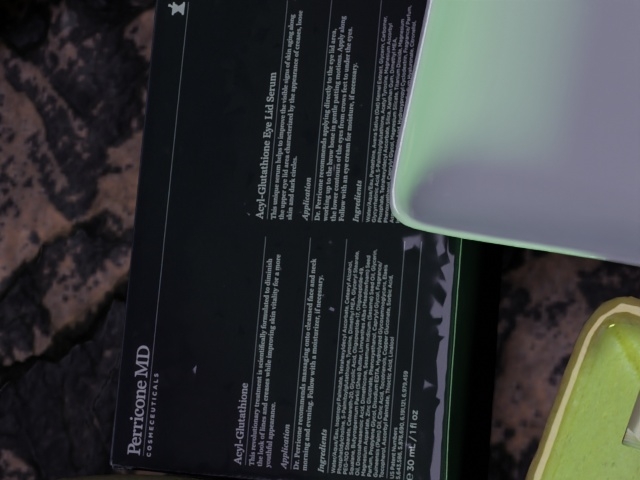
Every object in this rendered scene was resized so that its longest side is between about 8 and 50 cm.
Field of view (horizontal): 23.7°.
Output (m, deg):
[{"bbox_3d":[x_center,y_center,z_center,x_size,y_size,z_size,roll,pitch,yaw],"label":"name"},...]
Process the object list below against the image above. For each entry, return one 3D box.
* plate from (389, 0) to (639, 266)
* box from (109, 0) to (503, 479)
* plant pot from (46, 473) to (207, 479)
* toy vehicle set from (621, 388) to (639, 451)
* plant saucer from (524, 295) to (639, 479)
[{"bbox_3d":[0.186,-0.116,0.747,0.277,0.045,0.278,11,84,-5],"label":"plate"},{"bbox_3d":[0.000,0.000,0.818,0.184,0.103,0.261,3,82,18],"label":"box"},{"bbox_3d":[-0.063,0.228,0.741,0.191,0.284,0.284,-23,70,-21],"label":"plant pot"},{"bbox_3d":[0.254,-0.007,0.664,0.166,0.035,0.267,20,90,23],"label":"toy vehicle set"},{"bbox_3d":[0.232,0.234,0.696,0.332,0.081,0.333,19,87,24],"label":"plant saucer"}]
